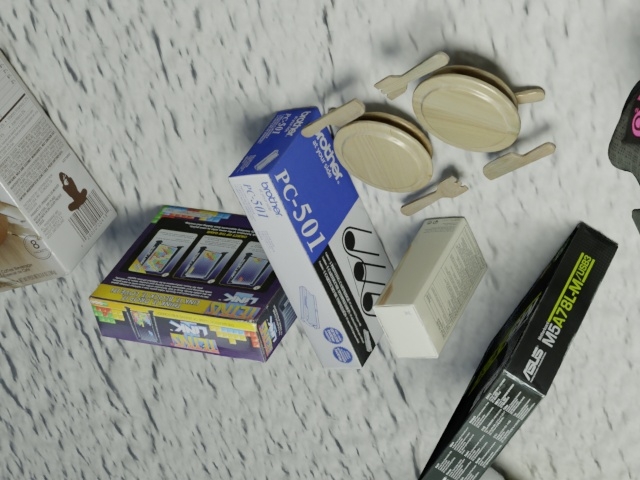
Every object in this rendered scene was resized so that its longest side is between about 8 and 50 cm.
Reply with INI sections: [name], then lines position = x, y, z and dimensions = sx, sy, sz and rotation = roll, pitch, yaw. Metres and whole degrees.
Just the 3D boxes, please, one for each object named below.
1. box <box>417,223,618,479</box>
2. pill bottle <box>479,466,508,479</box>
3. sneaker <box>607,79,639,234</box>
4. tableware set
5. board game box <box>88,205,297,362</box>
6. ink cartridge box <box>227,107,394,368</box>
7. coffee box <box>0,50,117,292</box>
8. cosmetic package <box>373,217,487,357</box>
[box]
position = 0.158, 0.104, 1.550
dimensions = 0.045, 0.184, 0.191
rotation = 33, 139, 3
[pill bottle]
position = 0.209, 0.373, 1.764
dimensions = 0.334, 0.188, 0.188
rotation = 40, 138, -7
[sneaker]
position = 0.278, -0.049, 1.248
dimensions = 0.202, 0.185, 0.483
rotation = 36, 165, 17
[tableware set]
position = 0.086, -0.094, 1.525
dimensions = 0.128, 0.039, 0.194
rotation = 38, 145, -21
[board game box]
position = -0.094, 0.036, 1.680
dimensions = 0.170, 0.141, 0.048
rotation = 8, 132, 28
[ink cartridge box]
position = 0.000, 0.000, 1.619
dimensions = 0.046, 0.097, 0.207
rotation = -4, 126, 35
[coffee box]
position = -0.320, -0.078, 1.749
dimensions = 0.141, 0.098, 0.246
rotation = -15, 119, 40
[cosmetic package]
position = 0.092, 0.039, 1.583
dimensions = 0.041, 0.115, 0.060
rotation = -3, 126, 35
